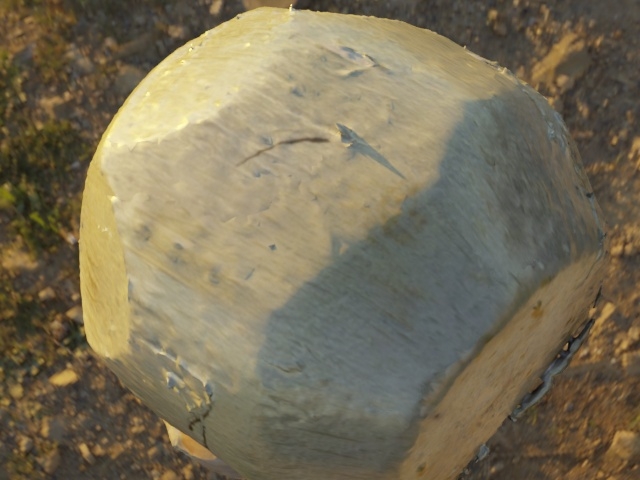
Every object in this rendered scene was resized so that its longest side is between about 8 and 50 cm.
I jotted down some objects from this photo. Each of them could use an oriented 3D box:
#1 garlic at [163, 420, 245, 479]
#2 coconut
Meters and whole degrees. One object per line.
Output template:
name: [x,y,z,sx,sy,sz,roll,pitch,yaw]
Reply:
garlic: [-0.041,0.150,1.173,0.148,0.128,0.266,42,90,-6]
coconut: [0.000,0.000,0.793,0.360,0.346,0.346,37,72,26]
